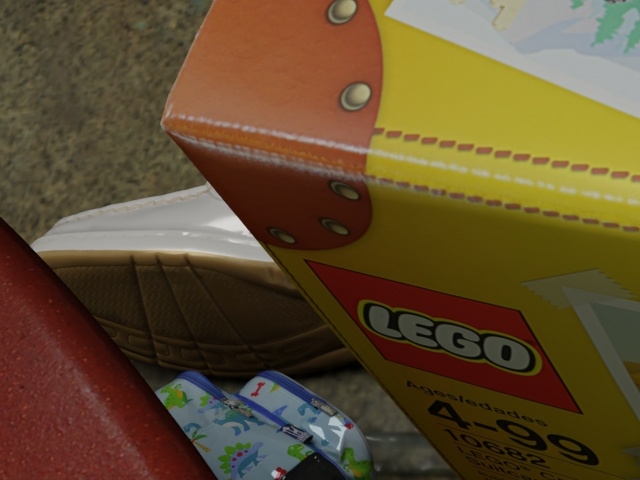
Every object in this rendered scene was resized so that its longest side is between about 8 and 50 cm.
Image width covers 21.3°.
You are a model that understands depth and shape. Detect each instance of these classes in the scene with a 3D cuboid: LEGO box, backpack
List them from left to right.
[{"bbox_3d":[-0.031,0.108,0.731,0.114,0.105,0.084,28,53,35],"label":"backpack"},{"bbox_3d":[0.271,0.025,0.469,0.500,0.372,0.193,12,67,31],"label":"LEGO box"}]

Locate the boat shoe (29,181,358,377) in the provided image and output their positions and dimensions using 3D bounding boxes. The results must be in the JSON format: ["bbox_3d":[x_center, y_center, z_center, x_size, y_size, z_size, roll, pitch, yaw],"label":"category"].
[{"bbox_3d":[0.000,0.000,0.786,0.277,0.098,0.096,0,54,11],"label":"boat shoe"}]

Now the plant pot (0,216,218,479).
[{"bbox_3d":[-0.144,0.142,0.565,0.267,0.267,0.236,-24,55,-7],"label":"plant pot"}]
